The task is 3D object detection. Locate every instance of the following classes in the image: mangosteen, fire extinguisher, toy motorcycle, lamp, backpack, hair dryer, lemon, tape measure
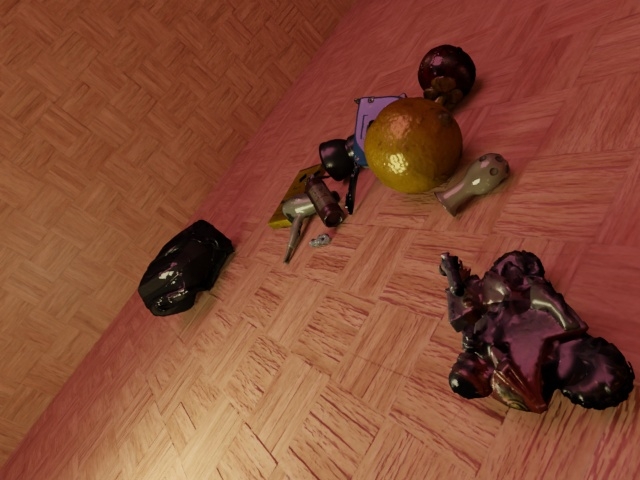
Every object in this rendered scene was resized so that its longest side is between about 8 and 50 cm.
[{"bbox_3d":[0.354,-0.454,1.267,0.166,0.166,0.180,-7,66,55],"label":"mangosteen"},{"bbox_3d":[0.013,-0.143,1.420,0.099,0.071,0.231,-17,49,-11],"label":"fire extinguisher"},{"bbox_3d":[0.265,0.109,0.688,0.207,0.134,0.401,-35,30,16],"label":"toy motorcycle"},{"bbox_3d":[0.127,-0.311,1.479,0.227,0.147,0.172,-23,38,30],"label":"lamp"},{"bbox_3d":[-0.562,0.124,1.849,0.363,0.255,0.446,-34,16,28],"label":"backpack"},{"bbox_3d":[-0.033,-0.066,1.487,0.229,0.092,0.267,-28,47,27],"label":"hair dryer"},{"bbox_3d":[0.222,-0.233,1.097,0.228,0.228,0.253,-50,26,-1],"label":"lemon"},{"bbox_3d":[0.179,-0.245,1.288,0.215,0.098,0.352,5,86,27],"label":"tape measure"}]

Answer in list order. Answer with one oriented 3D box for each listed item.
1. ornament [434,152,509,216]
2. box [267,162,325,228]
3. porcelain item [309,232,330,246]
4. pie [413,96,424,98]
[{"bbox_3d":[0.330,-0.124,0.964,0.156,0.081,0.075,-41,61,24],"label":"ornament"},{"bbox_3d":[-0.092,-0.171,1.727,0.153,0.041,0.279,-8,48,55],"label":"box"},{"bbox_3d":[0.000,0.000,1.368,0.083,0.028,0.036,-16,55,50],"label":"porcelain item"},{"bbox_3d":[0.270,-0.393,1.401,0.195,0.046,0.195,-23,29,13],"label":"pie"}]
